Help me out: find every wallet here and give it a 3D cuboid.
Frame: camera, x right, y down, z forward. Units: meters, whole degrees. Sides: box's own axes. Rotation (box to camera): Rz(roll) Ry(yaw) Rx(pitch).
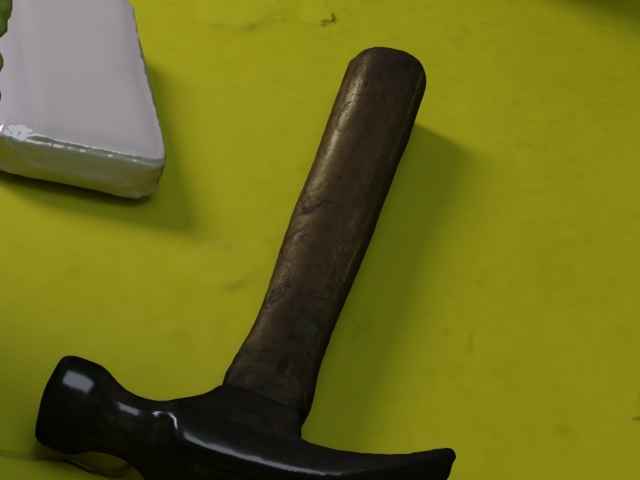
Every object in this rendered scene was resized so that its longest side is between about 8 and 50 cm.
[{"bbox_3d":[-0.133,-0.087,1.007,0.095,0.033,0.190,13,31,-19],"label":"wallet"}]

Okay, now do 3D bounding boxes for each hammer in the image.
[{"bbox_3d":[0.000,0.000,0.943,0.168,0.044,0.440,21,29,-1],"label":"hammer"}]

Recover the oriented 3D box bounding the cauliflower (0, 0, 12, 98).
[{"bbox_3d":[-0.275,-0.156,0.791,0.327,0.260,0.281,41,24,-27],"label":"cauliflower"}]
